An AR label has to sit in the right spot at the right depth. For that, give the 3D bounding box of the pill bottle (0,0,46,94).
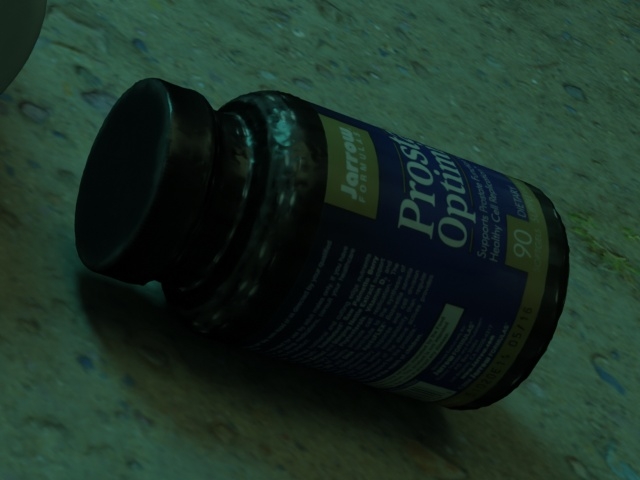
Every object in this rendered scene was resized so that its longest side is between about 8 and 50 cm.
[{"bbox_3d":[-0.226,-0.184,0.937,0.160,0.160,0.283,19,29,-27],"label":"pill bottle"}]

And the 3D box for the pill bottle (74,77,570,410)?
[{"bbox_3d":[0.000,0.000,0.920,0.219,0.123,0.123,18,30,-29],"label":"pill bottle"}]
